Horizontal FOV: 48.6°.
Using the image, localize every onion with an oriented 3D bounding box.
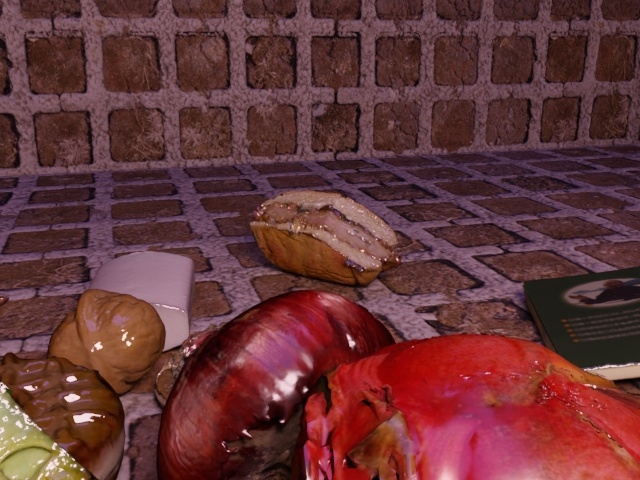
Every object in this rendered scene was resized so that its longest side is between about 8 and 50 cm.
[{"bbox_3d":[-0.050,0.148,0.689,0.272,0.272,0.195,-16,52,-43],"label":"onion"}]

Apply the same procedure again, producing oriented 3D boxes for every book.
[{"bbox_3d":[0.472,0.121,1.103,0.260,0.043,0.371,-9,14,10],"label":"book"}]

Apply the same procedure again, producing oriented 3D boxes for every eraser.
[{"bbox_3d":[-0.302,0.098,1.185,0.174,0.095,0.270,-2,17,-8],"label":"eraser"}]

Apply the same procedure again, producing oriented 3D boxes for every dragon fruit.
[{"bbox_3d":[0.110,0.210,0.483,0.302,0.295,0.295,19,18,2],"label":"dragon fruit"}]

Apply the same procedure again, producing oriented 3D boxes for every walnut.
[{"bbox_3d":[-0.289,0.136,0.965,0.166,0.149,0.166,-20,0,0],"label":"walnut"}]

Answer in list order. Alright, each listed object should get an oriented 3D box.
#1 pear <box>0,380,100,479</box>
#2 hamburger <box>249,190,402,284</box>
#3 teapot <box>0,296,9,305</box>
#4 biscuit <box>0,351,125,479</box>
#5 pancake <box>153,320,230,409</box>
[{"bbox_3d":[-0.266,0.252,0.500,0.292,0.292,0.159,-16,-18,-43],"label":"pear"},{"bbox_3d":[0.000,0.000,1.411,0.282,0.245,0.155,41,52,-2],"label":"hamburger"},{"bbox_3d":[-0.543,0.137,1.057,0.116,0.116,0.173,8,45,26],"label":"teapot"},{"bbox_3d":[-0.374,0.220,0.752,0.332,0.103,0.332,-1,16,0],"label":"biscuit"},{"bbox_3d":[-0.096,0.181,0.977,0.282,0.049,0.282,0,17,0],"label":"pancake"}]
